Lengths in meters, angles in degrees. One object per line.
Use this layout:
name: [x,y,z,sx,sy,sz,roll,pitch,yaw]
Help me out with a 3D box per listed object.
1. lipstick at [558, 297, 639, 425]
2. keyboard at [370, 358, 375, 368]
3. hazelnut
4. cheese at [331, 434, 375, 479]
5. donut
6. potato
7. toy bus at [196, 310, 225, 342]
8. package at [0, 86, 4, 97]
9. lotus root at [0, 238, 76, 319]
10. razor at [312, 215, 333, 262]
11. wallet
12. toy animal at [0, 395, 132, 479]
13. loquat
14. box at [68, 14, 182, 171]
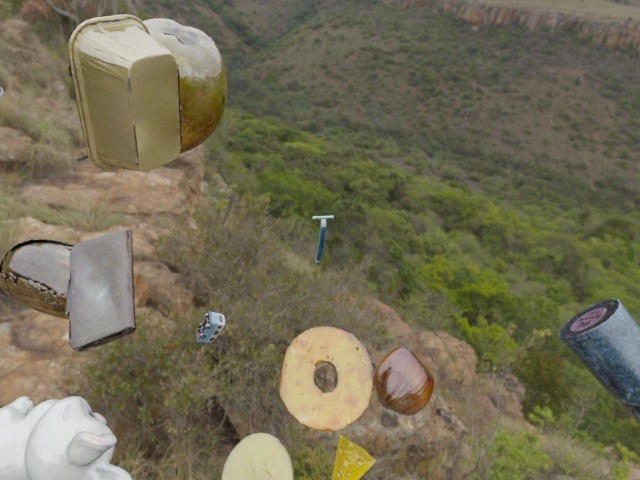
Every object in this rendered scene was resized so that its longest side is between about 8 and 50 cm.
lipstick: [0.285,0.153,0.352,0.053,0.053,0.234,-29,77,-44]
keyboard: [0.190,0.581,1.957,0.018,0.060,0.195,-15,27,32]
hazelnut: [0.275,0.477,1.568,0.210,0.210,0.186,6,9,2]
cheese: [0.088,0.796,1.604,0.126,0.171,0.093,35,-9,-16]
donut: [0.012,0.417,1.390,0.302,0.110,0.303,4,63,-7]
potato: [-0.142,0.587,1.137,0.178,0.158,0.204,-22,67,-4]
toy bus: [-0.398,0.318,1.678,0.074,0.123,0.060,15,36,-31]
package: [-0.618,-0.300,0.798,0.062,0.251,0.203,-23,34,-40]
lotus root: [-0.713,0.101,1.245,0.397,0.179,0.196,10,47,22]
razor: [0.001,0.002,1.522,0.068,0.191,0.037,-2,36,-13]
wallet: [-0.433,0.089,0.911,0.137,0.031,0.255,-18,53,-2]
toy animal: [-0.549,0.453,0.941,0.367,0.196,0.241,-7,22,12]
loquat: [-0.341,-0.328,0.983,0.276,0.284,0.276,25,39,-22]
box: [-0.222,-0.160,0.532,0.111,0.177,0.111,6,36,-4]
